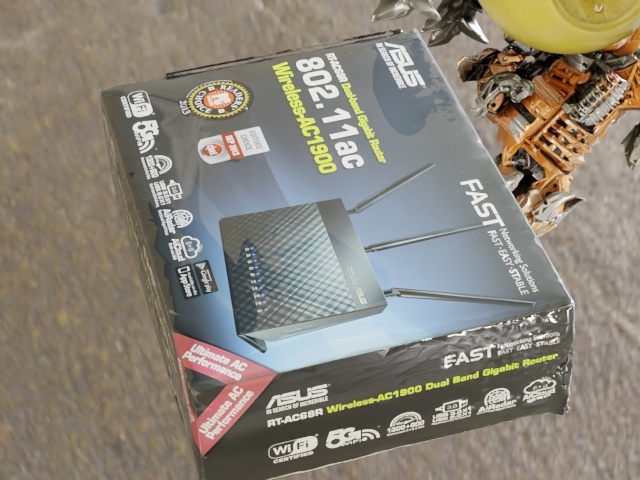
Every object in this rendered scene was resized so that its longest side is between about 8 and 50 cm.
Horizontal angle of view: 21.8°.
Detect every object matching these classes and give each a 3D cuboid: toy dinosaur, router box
[{"bbox_3d":[0.177,-0.165,1.247,0.218,0.164,0.322,25,75,22],"label":"toy dinosaur"},{"bbox_3d":[0.000,0.000,0.424,0.092,0.038,0.122,-12,43,-11],"label":"router box"}]

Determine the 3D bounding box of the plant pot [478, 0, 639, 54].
[{"bbox_3d":[0.170,-0.177,1.073,0.134,0.134,0.095,-11,21,-1],"label":"plant pot"}]
